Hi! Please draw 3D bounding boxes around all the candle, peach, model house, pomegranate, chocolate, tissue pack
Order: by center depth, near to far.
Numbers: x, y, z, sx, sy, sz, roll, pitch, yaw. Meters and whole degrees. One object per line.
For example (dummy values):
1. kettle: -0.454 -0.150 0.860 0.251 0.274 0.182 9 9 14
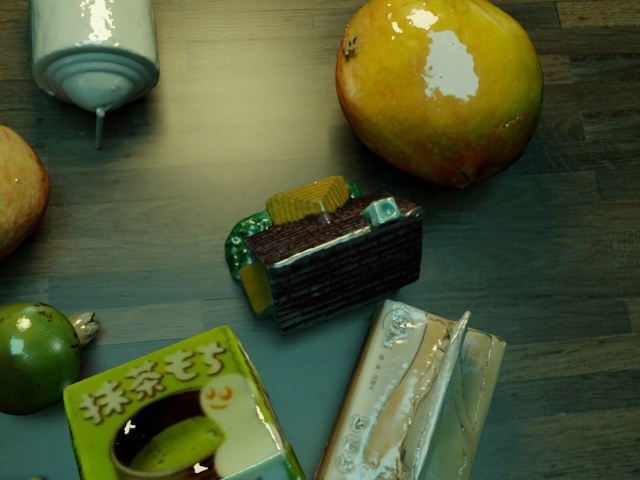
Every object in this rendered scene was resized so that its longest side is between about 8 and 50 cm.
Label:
1. chocolate: -0.204 0.289 1.096 0.300 0.137 0.289 -20 46 -14
2. tissue pack: 0.145 0.257 1.159 0.238 0.238 0.306 22 71 1
3. pomegranate: -0.432 0.165 1.165 0.180 0.180 0.209 45 42 8
4. peach: -0.544 -0.057 1.185 0.232 0.232 0.257 -2 83 -7
5. model house: 0.000 0.000 1.212 0.280 0.249 0.230 -22 75 -13
6. peach: 0.208 -0.264 1.294 0.372 0.290 0.373 21 42 -20
7. candle: -0.384 -0.358 1.298 0.221 0.221 0.343 -8 74 -9

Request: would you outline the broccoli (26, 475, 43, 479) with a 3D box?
1. broccoli: -0.514 0.454 1.076 0.145 0.165 0.304 28 53 36
